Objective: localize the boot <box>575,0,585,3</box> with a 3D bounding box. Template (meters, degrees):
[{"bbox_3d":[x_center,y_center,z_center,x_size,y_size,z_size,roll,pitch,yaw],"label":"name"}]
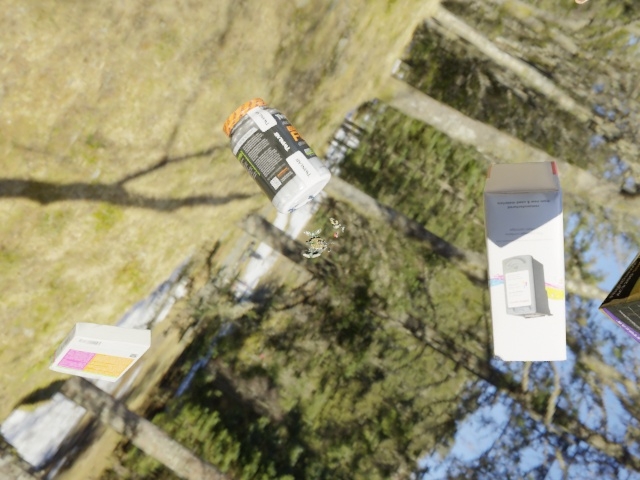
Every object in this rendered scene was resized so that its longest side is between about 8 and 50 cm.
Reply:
[{"bbox_3d":[0.222,-0.290,0.520,0.072,0.152,0.197,-3,148,-40],"label":"boot"}]

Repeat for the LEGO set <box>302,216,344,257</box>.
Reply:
[{"bbox_3d":[0.003,0.001,1.125,0.083,0.054,0.023,-27,153,-16],"label":"LEGO set"}]

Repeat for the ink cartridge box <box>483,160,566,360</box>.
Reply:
[{"bbox_3d":[0.365,0.030,1.263,0.226,0.131,0.307,-53,137,-66],"label":"ink cartridge box"}]

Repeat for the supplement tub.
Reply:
[{"bbox_3d":[-0.081,-0.151,1.251,0.117,0.190,0.117,-38,174,-5],"label":"supplement tub"}]

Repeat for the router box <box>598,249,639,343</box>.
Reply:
[{"bbox_3d":[0.468,-0.031,0.762,0.309,0.081,0.243,-49,177,-14],"label":"router box"}]

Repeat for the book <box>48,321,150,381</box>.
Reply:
[{"bbox_3d":[-0.299,0.150,0.947,0.144,0.096,0.035,-38,-132,48],"label":"book"}]
